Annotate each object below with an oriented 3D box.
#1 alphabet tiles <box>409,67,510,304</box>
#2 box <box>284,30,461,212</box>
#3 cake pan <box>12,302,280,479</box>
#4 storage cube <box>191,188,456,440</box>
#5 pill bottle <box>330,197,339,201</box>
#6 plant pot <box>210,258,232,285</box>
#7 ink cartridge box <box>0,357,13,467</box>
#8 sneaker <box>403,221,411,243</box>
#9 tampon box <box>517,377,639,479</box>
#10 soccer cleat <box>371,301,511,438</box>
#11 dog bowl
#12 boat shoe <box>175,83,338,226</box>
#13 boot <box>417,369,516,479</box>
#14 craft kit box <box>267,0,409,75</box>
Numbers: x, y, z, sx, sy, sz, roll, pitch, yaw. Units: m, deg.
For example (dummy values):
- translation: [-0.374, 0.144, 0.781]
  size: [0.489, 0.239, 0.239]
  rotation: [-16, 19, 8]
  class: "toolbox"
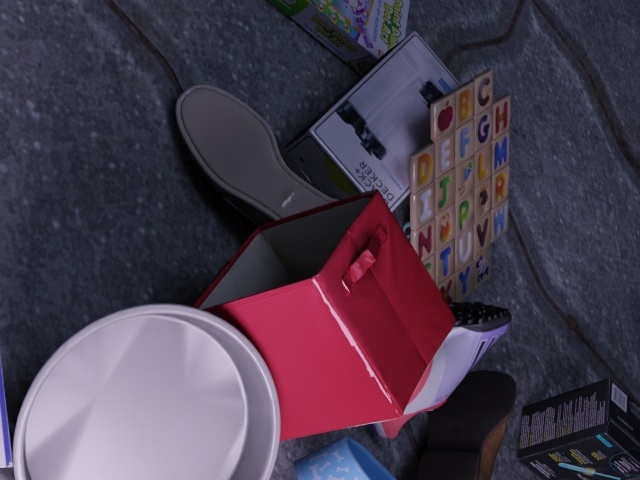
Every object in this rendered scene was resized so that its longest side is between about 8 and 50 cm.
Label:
- translation: [0.210, -0.067, 2.059]
  size: [0.285, 0.011, 0.342]
  rotation: [-33, 128, -47]
  class: "alphabet tiles"
- translation: [0.092, -0.154, 2.009]
  size: [0.169, 0.087, 0.290]
  rotation: [50, 52, -6]
  class: "box"
- translation: [-0.186, 0.206, 1.481]
  size: [0.293, 0.054, 0.293]
  rotation: [-4, 100, -25]
  class: "cake pan"
- translation: [0.006, 0.086, 1.576]
  size: [0.193, 0.215, 0.183]
  rotation: [58, 39, -18]
  class: "storage cube"
- translation: [0.000, 0.000, 1.897]
  size: [0.065, 0.065, 0.116]
  rotation: [49, 41, -19]
  class: "pill bottle"
- translation: [-0.069, 0.133, 1.714]
  size: [0.237, 0.110, 0.237]
  rotation: [24, 53, -37]
  class: "plant pot"
- translation: [-0.453, 0.146, 1.314]
  size: [0.333, 0.065, 0.165]
  rotation: [8, 64, -44]
  class: "ink cartridge box"
- translation: [0.159, -0.017, 2.110]
  size: [0.098, 0.038, 0.069]
  rotation: [43, 41, -38]
  class: "sneaker"
- translation: [0.400, 0.299, 2.108]
  size: [0.120, 0.161, 0.101]
  rotation: [40, 44, -29]
  class: "tampon box"
- translation: [0.164, 0.172, 1.967]
  size: [0.318, 0.108, 0.116]
  rotation: [-23, 114, -48]
  class: "soccer cleat"
- translation: [0.089, 0.358, 1.734]
  size: [0.297, 0.074, 0.166]
  rotation: [46, 6, -20]
  class: "dog bowl"
- translation: [-0.065, -0.063, 1.819]
  size: [0.335, 0.095, 0.112]
  rotation: [43, 71, 9]
  class: "boat shoe"
- translation: [0.206, 0.298, 1.969]
  size: [0.305, 0.112, 0.115]
  rotation: [-57, 144, -51]
  class: "boot"
- translation: [0.036, -0.399, 2.162]
  size: [0.246, 0.061, 0.250]
  rotation: [37, 47, -34]
  class: "craft kit box"
